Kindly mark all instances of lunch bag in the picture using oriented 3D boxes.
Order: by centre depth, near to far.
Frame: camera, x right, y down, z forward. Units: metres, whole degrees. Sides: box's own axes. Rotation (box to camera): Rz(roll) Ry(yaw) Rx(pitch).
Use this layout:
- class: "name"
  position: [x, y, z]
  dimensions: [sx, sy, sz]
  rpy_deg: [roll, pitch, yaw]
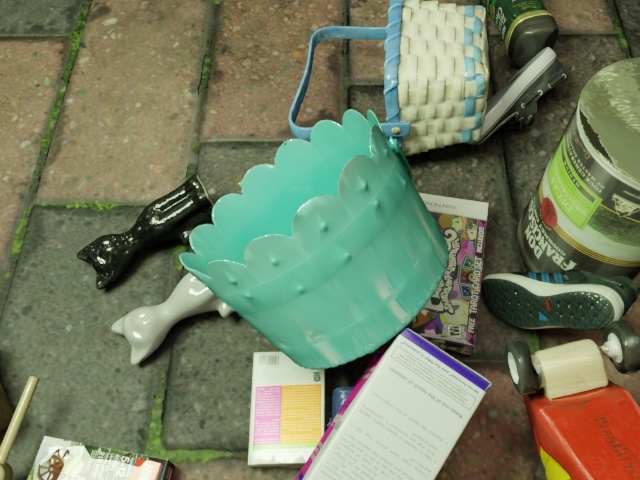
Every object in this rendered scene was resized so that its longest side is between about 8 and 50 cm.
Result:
- class: "lunch bag"
  position: [0.056, 0.218, 0.771]
  dimensions: [0.099, 0.067, 0.065]
  rpy_deg: [-7, 60, -3]

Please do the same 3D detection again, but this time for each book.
- class: "book"
  position: [-0.041, 0.213, 0.798]
  dimensions: [0.096, 0.035, 0.144]
  rpy_deg: [-2, 60, 4]

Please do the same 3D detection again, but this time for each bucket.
- class: "bucket"
  position: [0.000, 0.000, 0.729]
  dimensions: [0.281, 0.281, 0.183]
  rpy_deg: [-49, 114, -22]

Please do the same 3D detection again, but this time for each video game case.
- class: "video game case"
  position: [0.123, 0.033, 0.890]
  dimensions: [0.210, 0.041, 0.232]
  rpy_deg: [10, 61, 9]

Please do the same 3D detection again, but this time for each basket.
- class: "basket"
  position: [0.109, -0.247, 0.959]
  dimensions: [0.289, 0.201, 0.254]
  rpy_deg: [6, 55, 10]

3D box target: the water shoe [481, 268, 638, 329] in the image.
- class: "water shoe"
  position: [0.305, 0.074, 0.812]
  dimensions: [0.080, 0.072, 0.203]
  rpy_deg: [-21, 16, -32]

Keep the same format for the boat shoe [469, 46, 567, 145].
- class: "boat shoe"
  position: [0.324, -0.220, 1.019]
  dimensions: [0.076, 0.080, 0.228]
  rpy_deg: [47, 69, -6]

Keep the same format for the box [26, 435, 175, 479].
- class: "box"
  position: [-0.279, 0.357, 0.713]
  dimensions: [0.159, 0.044, 0.233]
  rpy_deg: [8, 61, 6]

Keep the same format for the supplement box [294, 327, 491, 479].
- class: "supplement box"
  position: [0.069, 0.218, 0.678]
  dimensions: [0.114, 0.111, 0.220]
  rpy_deg: [33, 76, 4]

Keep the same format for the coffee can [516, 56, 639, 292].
- class: "coffee can"
  position: [0.390, -0.065, 0.807]
  dimensions: [0.202, 0.275, 0.201]
  rpy_deg: [-1, 60, 1]

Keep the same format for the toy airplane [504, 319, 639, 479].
- class: "toy airplane"
  position: [0.310, 0.291, 0.608]
  dimensions: [0.386, 0.272, 0.384]
  rpy_deg: [13, 36, 40]

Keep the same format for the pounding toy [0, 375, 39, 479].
- class: "pounding toy"
  position: [-0.431, 0.219, 0.775]
  dimensions: [0.181, 0.094, 0.206]
  rpy_deg: [-26, 72, -19]

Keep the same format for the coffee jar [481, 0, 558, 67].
- class: "coffee jar"
  position: [0.350, -0.397, 1.101]
  dimensions: [0.079, 0.096, 0.184]
  rpy_deg: [-12, 60, -2]

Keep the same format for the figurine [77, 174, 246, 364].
- class: "figurine"
  position: [-0.215, 0.043, 0.877]
  dimensions: [0.210, 0.092, 0.214]
  rpy_deg: [-30, 65, -6]
